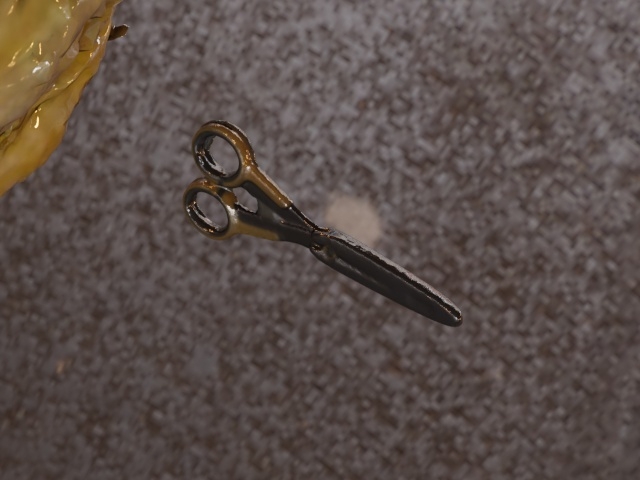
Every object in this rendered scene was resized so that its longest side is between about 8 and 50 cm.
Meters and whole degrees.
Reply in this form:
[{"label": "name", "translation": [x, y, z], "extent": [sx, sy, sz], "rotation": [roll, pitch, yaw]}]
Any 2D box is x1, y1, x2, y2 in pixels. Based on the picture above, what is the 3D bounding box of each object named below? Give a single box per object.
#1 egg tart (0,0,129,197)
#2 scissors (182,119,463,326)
[{"label": "egg tart", "translation": [-0.197, -0.106, 0.701], "extent": [0.352, 0.150, 0.352], "rotation": [-13, 52, 17]}, {"label": "scissors", "translation": [0.000, 0.000, 1.091], "extent": [0.220, 0.088, 0.017], "rotation": [30, 36, 23]}]
